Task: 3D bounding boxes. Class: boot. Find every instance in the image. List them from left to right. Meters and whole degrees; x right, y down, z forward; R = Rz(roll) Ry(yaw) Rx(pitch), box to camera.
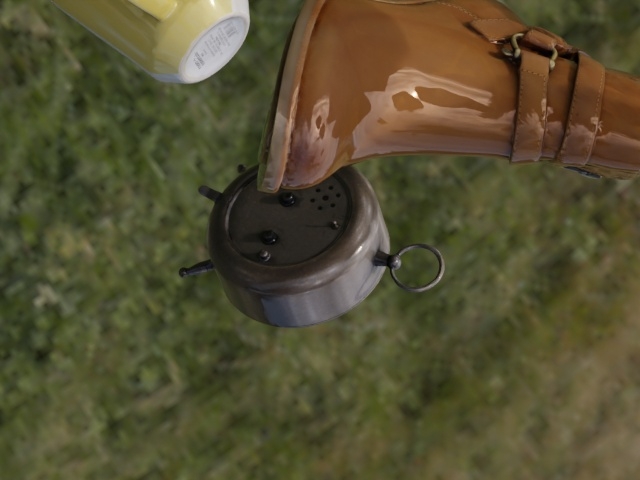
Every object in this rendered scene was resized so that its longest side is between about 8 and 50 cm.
[{"bbox_3d":[0.089,-0.072,1.158,0.283,0.220,0.109,-51,161,-67],"label":"boot"}]

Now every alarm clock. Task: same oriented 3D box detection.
[{"bbox_3d":[0.000,0.000,1.404,0.064,0.192,0.129,75,36,-53],"label":"alarm clock"}]

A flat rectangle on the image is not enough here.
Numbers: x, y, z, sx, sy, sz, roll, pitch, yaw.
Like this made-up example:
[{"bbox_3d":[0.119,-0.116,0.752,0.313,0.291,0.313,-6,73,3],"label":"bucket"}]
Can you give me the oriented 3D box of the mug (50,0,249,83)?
[{"bbox_3d":[-0.065,-0.090,0.722,0.078,0.064,0.062,-25,154,-46],"label":"mug"}]
